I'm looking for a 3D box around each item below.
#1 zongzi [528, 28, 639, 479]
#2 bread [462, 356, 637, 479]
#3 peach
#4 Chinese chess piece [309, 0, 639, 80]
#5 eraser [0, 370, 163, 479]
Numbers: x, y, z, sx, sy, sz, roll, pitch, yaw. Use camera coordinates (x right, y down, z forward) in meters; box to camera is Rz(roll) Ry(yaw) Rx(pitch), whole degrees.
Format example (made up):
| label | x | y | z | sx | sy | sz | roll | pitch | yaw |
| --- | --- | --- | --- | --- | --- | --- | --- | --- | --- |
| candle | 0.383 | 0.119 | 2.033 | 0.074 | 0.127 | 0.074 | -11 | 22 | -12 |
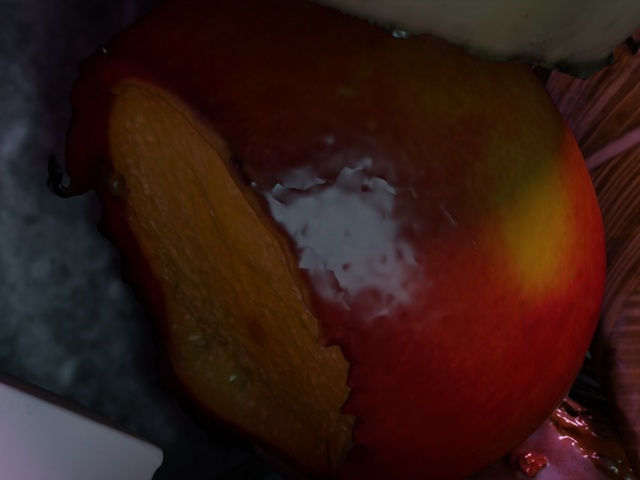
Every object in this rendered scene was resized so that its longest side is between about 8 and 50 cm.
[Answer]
| label | x | y | z | sx | sy | sz | roll | pitch | yaw |
| --- | --- | --- | --- | --- | --- | --- | --- | --- | --- |
| zongzi | 0.212 | 0.012 | 0.644 | 0.286 | 0.134 | 0.288 | 20 | 53 | -38 |
| bread | 0.123 | 0.102 | 0.638 | 0.160 | 0.160 | 0.073 | 18 | 103 | -37 |
| peach | 0.000 | 0.000 | 0.513 | 0.196 | 0.189 | 0.226 | -38 | 142 | 28 |
| Chinese chess piece | 0.009 | -0.151 | 0.449 | 0.257 | 0.257 | 0.104 | 6 | 118 | -37 |
| eraser | -0.198 | 0.049 | 0.442 | 0.298 | 0.076 | 0.078 | 29 | 81 | -36 |
